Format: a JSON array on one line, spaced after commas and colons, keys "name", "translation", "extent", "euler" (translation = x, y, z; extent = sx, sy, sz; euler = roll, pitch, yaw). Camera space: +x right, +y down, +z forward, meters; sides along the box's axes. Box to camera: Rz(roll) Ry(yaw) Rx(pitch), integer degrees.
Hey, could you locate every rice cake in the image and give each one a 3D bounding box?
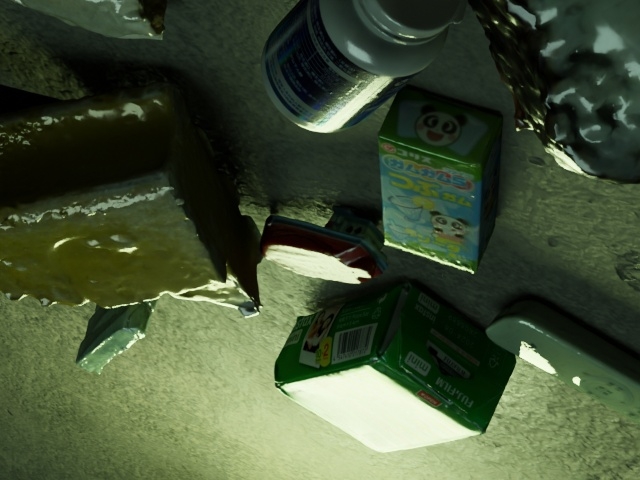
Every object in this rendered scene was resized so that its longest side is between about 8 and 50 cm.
[{"name": "rice cake", "translation": [-0.233, 0.084, 2.051], "extent": [0.038, 0.124, 0.211], "euler": [26, 150, -15]}]

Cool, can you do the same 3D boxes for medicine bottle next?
[{"name": "medicine bottle", "translation": [0.033, -0.162, 1.343], "extent": [0.107, 0.107, 0.191], "euler": [31, 154, -12]}]

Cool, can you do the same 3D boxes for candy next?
[{"name": "candy", "translation": [0.106, -0.052, 1.543], "extent": [0.097, 0.062, 0.194], "euler": [19, 153, 14]}]

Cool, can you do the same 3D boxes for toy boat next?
[{"name": "toy boat", "translation": [0.000, 0.000, 1.743], "extent": [0.173, 0.058, 0.069], "euler": [9, 150, 45]}]

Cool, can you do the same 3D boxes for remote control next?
[{"name": "remote control", "translation": [0.312, 0.148, 1.766], "extent": [0.309, 0.038, 0.090], "euler": [30, 154, -11]}]

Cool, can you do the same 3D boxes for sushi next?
[{"name": "sushi", "translation": [0.172, -0.183, 1.015], "extent": [0.182, 0.196, 0.343], "euler": [-91, -24, -75]}]

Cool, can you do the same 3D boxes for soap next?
[{"name": "soap", "translation": [-0.256, -0.002, 1.732], "extent": [0.339, 0.169, 0.304], "euler": [-10, 145, 11]}]

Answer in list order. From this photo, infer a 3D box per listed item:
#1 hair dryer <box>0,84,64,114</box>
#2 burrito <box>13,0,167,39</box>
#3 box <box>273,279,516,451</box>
[{"name": "hair dryer", "translation": [-0.296, -0.150, 1.713], "extent": [0.248, 0.114, 0.070], "euler": [12, 166, -18]}, {"name": "burrito", "translation": [-0.305, -0.277, 1.463], "extent": [0.392, 0.076, 0.117], "euler": [26, 154, -1]}, {"name": "box", "translation": [0.076, 0.143, 1.897], "extent": [0.180, 0.103, 0.250], "euler": [35, 154, -20]}]
